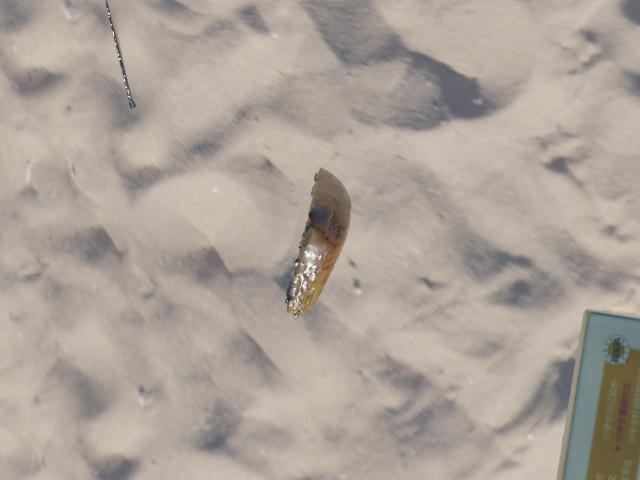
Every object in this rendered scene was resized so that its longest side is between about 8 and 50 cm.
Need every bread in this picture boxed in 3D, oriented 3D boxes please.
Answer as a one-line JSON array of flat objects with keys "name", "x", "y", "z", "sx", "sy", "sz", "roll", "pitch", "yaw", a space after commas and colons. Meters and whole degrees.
[{"name": "bread", "x": 0.000, "y": 0.000, "z": 1.242, "sx": 0.044, "sy": 0.129, "sz": 0.126, "roll": 13, "pitch": 117, "yaw": -4}]

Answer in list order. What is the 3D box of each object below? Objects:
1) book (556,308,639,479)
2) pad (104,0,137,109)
[{"name": "book", "x": 0.325, "y": 0.175, "z": 1.001, "sx": 0.295, "sy": 0.020, "sz": 0.208, "roll": 9, "pitch": 91, "yaw": -6}, {"name": "pad", "x": -0.147, "y": -0.218, "z": 0.827, "sx": 0.006, "sy": 0.246, "sz": 0.170, "roll": -12, "pitch": 137, "yaw": -6}]
